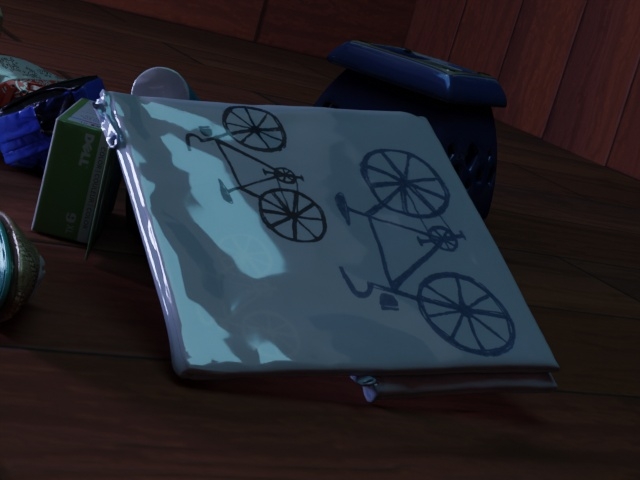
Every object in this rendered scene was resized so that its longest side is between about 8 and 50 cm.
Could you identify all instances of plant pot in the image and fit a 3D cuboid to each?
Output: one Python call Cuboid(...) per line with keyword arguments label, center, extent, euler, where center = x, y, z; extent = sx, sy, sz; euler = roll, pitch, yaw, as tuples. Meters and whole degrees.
Cuboid(label="plant pot", center=(0.122, -0.158, 1.806), extent=(0.236, 0.212, 0.236), euler=(22, 14, 28))

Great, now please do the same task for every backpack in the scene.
Cuboid(label="backpack", center=(-0.291, -0.118, 1.377), extent=(0.120, 0.101, 0.098), euler=(-15, 7, 6))

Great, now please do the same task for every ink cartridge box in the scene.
Cuboid(label="ink cartridge box", center=(-0.224, -0.063, 1.192), extent=(0.062, 0.109, 0.209), euler=(15, 13, -6))

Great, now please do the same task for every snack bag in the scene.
Cuboid(label="snack bag", center=(0.000, 0.000, 1.054), extent=(0.342, 0.037, 0.323), euler=(1, 46, -27))

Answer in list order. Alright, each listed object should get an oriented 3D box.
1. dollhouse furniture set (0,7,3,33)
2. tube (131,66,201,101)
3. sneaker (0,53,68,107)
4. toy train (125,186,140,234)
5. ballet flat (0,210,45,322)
Cuboid(label="dollhouse furniture set", center=(-0.467, -0.276, 1.800), extent=(0.091, 0.114, 0.081), euler=(1, 16, -44))
Cuboid(label="tube", center=(-0.146, -0.127, 1.239), extent=(0.080, 0.052, 0.207), euler=(2, -2, -2))
Cuboid(label="sneaker", center=(-0.305, -0.147, 1.473), extent=(0.270, 0.090, 0.145), euler=(12, 10, -45))
Cuboid(label="toy train", center=(-0.034, -0.045, 1.263), extent=(0.334, 0.142, 0.190), euler=(0, 11, -30))
Cuboid(label="ballet flat", center=(-0.245, 0.009, 0.960), extent=(0.067, 0.073, 0.206), euler=(25, 8, -40))
